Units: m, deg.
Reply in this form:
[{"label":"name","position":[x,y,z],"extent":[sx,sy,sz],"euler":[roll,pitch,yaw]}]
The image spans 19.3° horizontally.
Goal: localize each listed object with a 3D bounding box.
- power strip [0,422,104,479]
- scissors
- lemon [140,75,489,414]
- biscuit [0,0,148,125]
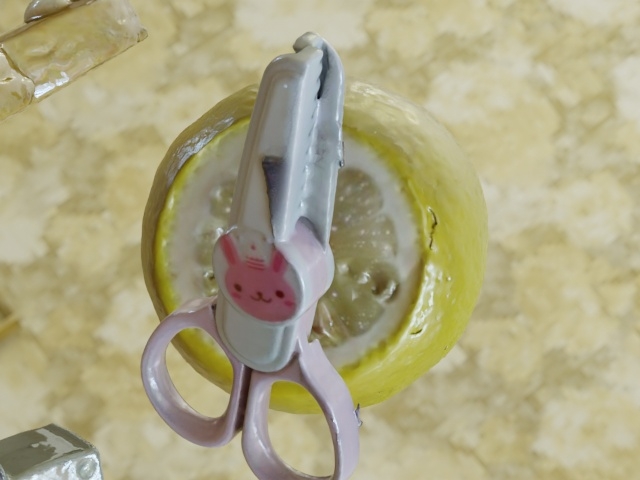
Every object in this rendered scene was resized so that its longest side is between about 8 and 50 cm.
[{"label":"power strip","position":[-0.124,0.163,0.819],"extent":[0.042,0.075,0.175],"euler":[20,-56,48]},{"label":"scissors","position":[-0.023,0.013,0.844],"extent":[0.118,0.030,0.242],"euler":[27,-49,21]},{"label":"lemon","position":[0.000,0.000,1.315],"extent":[0.240,0.240,0.219],"euler":[53,11,3]},{"label":"biscuit","position":[-0.173,-0.016,0.627],"extent":[0.240,0.158,0.035],"euler":[-28,-84,24]}]
